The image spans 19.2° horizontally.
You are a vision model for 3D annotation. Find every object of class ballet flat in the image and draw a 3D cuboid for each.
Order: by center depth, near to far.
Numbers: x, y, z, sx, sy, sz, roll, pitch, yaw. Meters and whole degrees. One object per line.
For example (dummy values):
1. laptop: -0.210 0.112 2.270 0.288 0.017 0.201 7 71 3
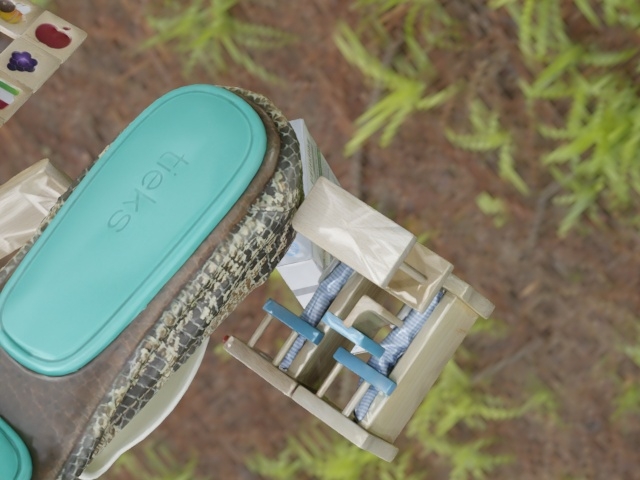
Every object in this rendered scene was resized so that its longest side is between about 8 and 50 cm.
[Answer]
1. ballet flat: -0.179 0.108 1.135 0.164 0.483 0.182 35 158 29

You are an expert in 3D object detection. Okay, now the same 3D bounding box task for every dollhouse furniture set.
1. dollhouse furniture set: 0.003 0.041 1.220 0.129 0.129 0.184 33 179 26

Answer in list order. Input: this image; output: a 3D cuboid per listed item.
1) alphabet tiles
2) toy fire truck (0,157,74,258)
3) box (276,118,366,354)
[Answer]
1. alphabet tiles: -0.325 -0.157 1.420 0.237 0.198 0.009 30 139 7
2. toy fire truck: -0.299 0.014 1.248 0.158 0.246 0.217 24 161 37
3. box: 0.000 0.000 1.702 0.038 0.145 0.186 -12 149 14
